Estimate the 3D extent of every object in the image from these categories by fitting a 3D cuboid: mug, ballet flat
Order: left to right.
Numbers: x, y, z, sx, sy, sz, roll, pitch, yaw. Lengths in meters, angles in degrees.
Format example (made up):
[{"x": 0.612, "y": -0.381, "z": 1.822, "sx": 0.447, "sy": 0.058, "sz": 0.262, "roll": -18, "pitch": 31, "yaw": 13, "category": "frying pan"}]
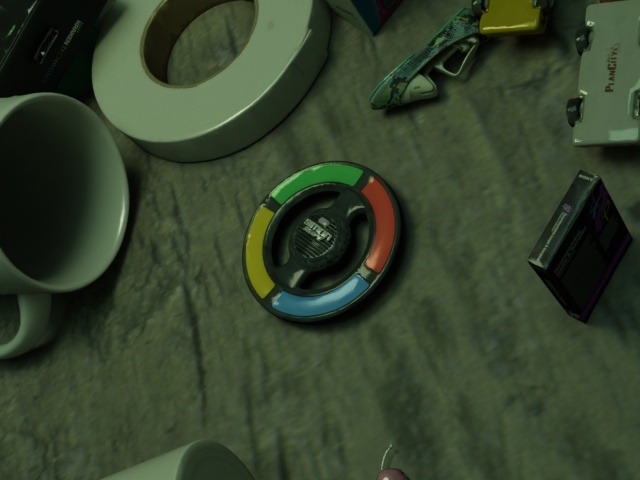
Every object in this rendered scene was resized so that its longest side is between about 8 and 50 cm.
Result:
[{"x": -0.485, "y": -0.012, "z": 1.510, "sx": 0.328, "sy": 0.276, "sz": 0.374, "roll": -2, "pitch": 96, "yaw": 33, "category": "mug"}, {"x": -0.433, "y": -0.300, "z": 1.701, "sx": 0.158, "sy": 0.097, "sz": 0.129, "roll": -45, "pitch": 54, "yaw": 1, "category": "mug"}, {"x": 0.149, "y": -0.229, "z": 1.384, "sx": 0.188, "sy": 0.070, "sz": 0.070, "roll": -44, "pitch": 54, "yaw": 6, "category": "ballet flat"}]

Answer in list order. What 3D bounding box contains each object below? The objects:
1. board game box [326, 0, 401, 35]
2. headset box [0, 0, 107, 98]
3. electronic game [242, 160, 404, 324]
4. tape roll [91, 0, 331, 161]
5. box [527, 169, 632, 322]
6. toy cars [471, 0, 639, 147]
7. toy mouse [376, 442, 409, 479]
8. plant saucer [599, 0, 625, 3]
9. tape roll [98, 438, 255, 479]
[{"x": 0.098, "y": -0.469, "z": 1.429, "sx": 0.097, "sy": 0.224, "sz": 0.303, "roll": 39, "pitch": 88, "yaw": 33, "category": "board game box"}, {"x": -0.493, "y": -0.351, "z": 1.603, "sx": 0.283, "sy": 0.131, "sz": 0.246, "roll": 37, "pitch": 99, "yaw": 25, "category": "headset box"}, {"x": 0.000, "y": 0.000, "z": 1.357, "sx": 0.229, "sy": 0.048, "sz": 0.229, "roll": -12, "pitch": 61, "yaw": 23, "category": "electronic game"}, {"x": -0.168, "y": -0.303, "z": 1.580, "sx": 0.392, "sy": 0.072, "sz": 0.392, "roll": -11, "pitch": 61, "yaw": 22, "category": "tape roll"}, {"x": 0.285, "y": 0.009, "z": 1.131, "sx": 0.029, "sy": 0.162, "sz": 0.116, "roll": 26, "pitch": 80, "yaw": 35, "category": "box"}, {"x": 0.313, "y": -0.264, "z": 1.303, "sx": 0.176, "sy": 0.087, "sz": 0.393, "roll": -39, "pitch": 58, "yaw": 12, "category": "toy cars"}, {"x": 0.069, "y": 0.314, "z": 1.176, "sx": 0.143, "sy": 0.031, "sz": 0.161, "roll": 22, "pitch": 78, "yaw": 34, "category": "toy mouse"}, {"x": 0.467, "y": -0.445, "z": 1.330, "sx": 0.259, "sy": 0.048, "sz": 0.259, "roll": -12, "pitch": 61, "yaw": 22, "category": "plant saucer"}, {"x": -0.161, "y": 0.361, "z": 1.144, "sx": 0.169, "sy": 0.246, "sz": 0.246, "roll": -25, "pitch": 57, "yaw": 15, "category": "tape roll"}]
